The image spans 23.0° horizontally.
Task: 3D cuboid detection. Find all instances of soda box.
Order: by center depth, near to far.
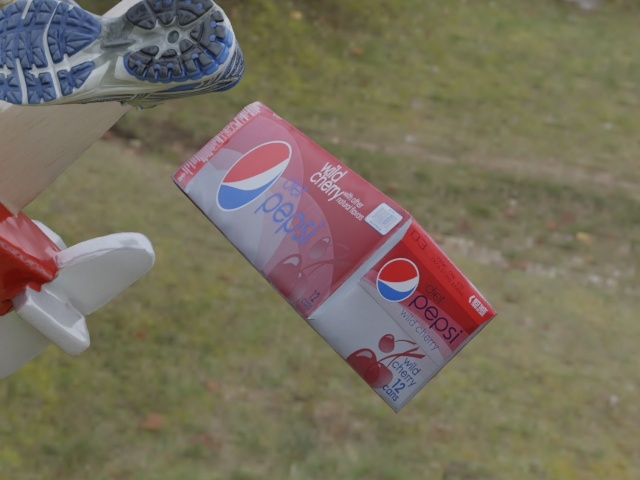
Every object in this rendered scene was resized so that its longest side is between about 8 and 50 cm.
[{"bbox_3d":[0.000,0.000,0.966,0.092,0.083,0.263,47,-2,-29],"label":"soda box"}]

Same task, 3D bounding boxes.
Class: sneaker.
[{"bbox_3d":[-0.097,-0.080,0.728,0.135,0.052,0.058,2,-13,21],"label":"sneaker"}]

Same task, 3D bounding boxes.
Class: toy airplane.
[{"bbox_3d":[-0.318,-0.046,1.274,0.386,0.384,0.272,-16,59,-28],"label":"toy airplane"}]
